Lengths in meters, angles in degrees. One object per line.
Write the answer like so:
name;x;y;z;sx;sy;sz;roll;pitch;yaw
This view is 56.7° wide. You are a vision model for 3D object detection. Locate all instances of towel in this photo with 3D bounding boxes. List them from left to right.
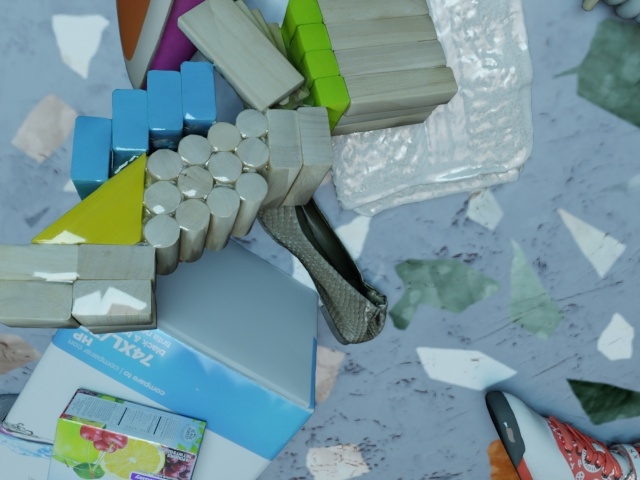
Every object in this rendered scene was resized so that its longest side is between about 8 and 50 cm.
towel;0.075;-0.165;0.505;0.187;0.049;0.282;-14;112;6

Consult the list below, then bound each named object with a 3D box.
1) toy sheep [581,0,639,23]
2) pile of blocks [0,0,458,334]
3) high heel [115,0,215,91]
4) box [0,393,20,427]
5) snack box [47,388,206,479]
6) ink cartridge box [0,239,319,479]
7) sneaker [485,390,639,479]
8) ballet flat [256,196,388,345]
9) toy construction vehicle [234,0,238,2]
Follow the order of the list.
toy sheep;0.263;-0.210;0.463;0.132;0.091;0.091;24;111;-3
pile of blocks;-0.066;-0.067;0.425;0.362;0.112;0.149;-38;86;-21
high heel;-0.022;-0.257;0.417;0.181;0.127;0.377;-4;141;-39
box;-0.449;0.272;0.697;0.231;0.056;0.183;-1;113;2
snack box;-0.153;0.190;0.450;0.100;0.037;0.141;17;112;-5
ink cartridge box;-0.157;0.144;0.559;0.197;0.198;0.270;32;109;-12
sneaker;0.292;0.238;0.649;0.145;0.090;0.270;-28;113;11
ballet flat;0.000;0.000;0.555;0.058;0.084;0.249;-17;117;25
toy construction vehicle;-0.100;-0.235;0.486;0.086;0.035;0.098;15;112;-5
